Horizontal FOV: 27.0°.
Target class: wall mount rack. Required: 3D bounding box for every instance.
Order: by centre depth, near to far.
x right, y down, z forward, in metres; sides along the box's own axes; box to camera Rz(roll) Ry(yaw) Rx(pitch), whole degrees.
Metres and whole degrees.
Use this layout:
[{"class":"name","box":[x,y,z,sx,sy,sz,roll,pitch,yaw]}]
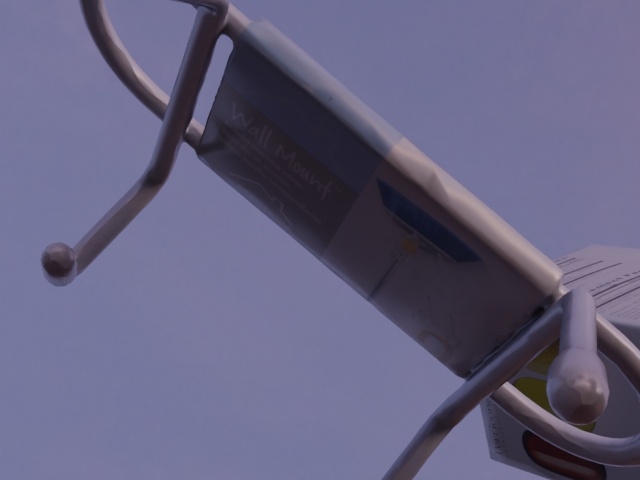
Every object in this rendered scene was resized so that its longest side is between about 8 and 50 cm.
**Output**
[{"class":"wall mount rack","box":[0.000,0.000,0.549,0.350,0.130,0.304,40,-27,5]}]

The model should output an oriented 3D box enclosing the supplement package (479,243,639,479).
[{"class":"supplement package","box":[0.225,0.091,0.904,0.133,0.244,0.139,-18,-78,-27]}]
